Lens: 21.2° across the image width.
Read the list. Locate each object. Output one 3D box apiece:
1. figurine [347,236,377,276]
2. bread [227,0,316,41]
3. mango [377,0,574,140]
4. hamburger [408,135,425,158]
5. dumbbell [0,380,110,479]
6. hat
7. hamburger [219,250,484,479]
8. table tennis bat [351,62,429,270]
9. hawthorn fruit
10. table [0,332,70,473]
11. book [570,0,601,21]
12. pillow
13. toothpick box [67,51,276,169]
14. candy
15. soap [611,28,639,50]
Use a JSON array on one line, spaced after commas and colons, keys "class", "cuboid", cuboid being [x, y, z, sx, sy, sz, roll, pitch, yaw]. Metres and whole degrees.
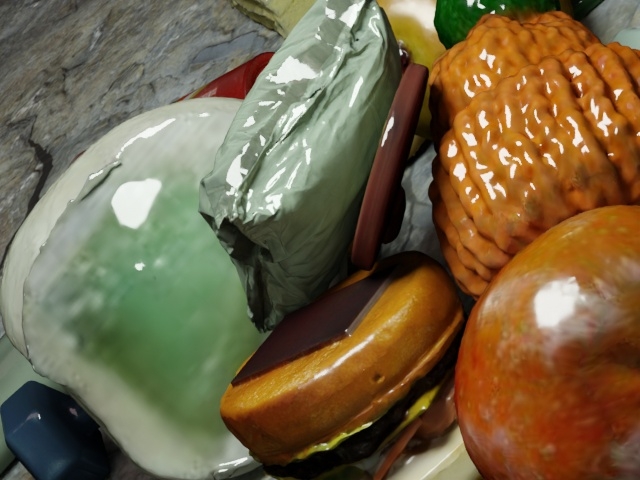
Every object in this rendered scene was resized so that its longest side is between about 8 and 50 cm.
[{"class": "figurine", "cuboid": [0.000, 0.000, 2.100, 0.250, 0.166, 0.141, -44, 56, 58]}, {"class": "bread", "cuboid": [-0.040, -0.443, 2.673, 0.246, 0.111, 0.239, -50, 27, -3]}, {"class": "mango", "cuboid": [0.164, -0.290, 2.045, 0.232, 0.300, 0.446, -56, 14, 35]}, {"class": "hamburger", "cuboid": [0.067, -0.169, 2.185, 0.182, 0.118, 0.191, -37, 33, 8]}, {"class": "dumbbell", "cuboid": [-0.243, 0.169, 2.126, 0.325, 0.144, 0.160, -42, 28, 5]}, {"class": "hat", "cuboid": [0.204, -0.142, 1.661, 0.285, 0.285, 0.400, -34, 64, 19]}, {"class": "hamburger", "cuboid": [0.056, 0.166, 1.647, 0.291, 0.225, 0.291, -34, 14, 10]}, {"class": "table tennis bat", "cuboid": [0.070, -0.057, 1.667, 0.310, 0.038, 0.200, 94, -166, -74]}, {"class": "hawthorn fruit", "cuboid": [0.243, 0.120, 1.449, 0.284, 0.284, 0.284, -32, 32, 23]}, {"class": "table", "cuboid": [-0.442, 0.235, 2.312, 0.220, 0.126, 0.126, -48, 29, -6]}, {"class": "book", "cuboid": [0.408, -0.446, 2.183, 0.371, 0.043, 0.260, -41, 32, 10]}, {"class": "pillow", "cuboid": [-0.008, -0.077, 1.746, 0.138, 0.283, 0.310, 22, 69, 18]}, {"class": "toothpick box", "cuboid": [-0.158, -0.094, 2.290, 0.333, 0.204, 0.204, -24, 35, 32]}, {"class": "candy", "cuboid": [-0.150, 0.042, 1.947, 0.427, 0.386, 0.186, -59, -1, 3]}, {"class": "soap", "cuboid": [0.394, -0.147, 1.770, 0.265, 0.087, 0.160, 4, 56, 54]}]
